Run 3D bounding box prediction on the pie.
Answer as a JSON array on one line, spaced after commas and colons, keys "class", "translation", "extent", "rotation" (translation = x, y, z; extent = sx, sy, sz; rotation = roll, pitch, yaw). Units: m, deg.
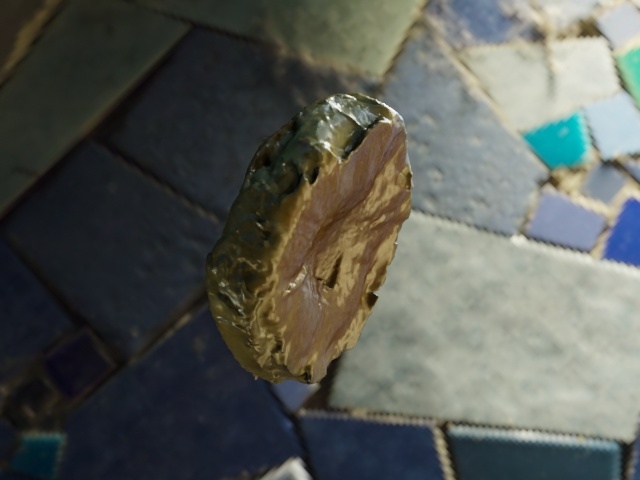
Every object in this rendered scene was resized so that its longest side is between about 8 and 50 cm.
[{"class": "pie", "translation": [0.000, 0.000, 1.584], "extent": [0.339, 0.083, 0.339], "rotation": [-41, -40, -45]}]
